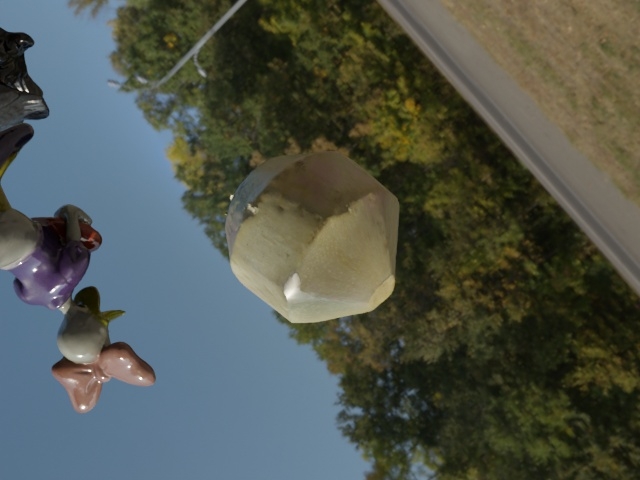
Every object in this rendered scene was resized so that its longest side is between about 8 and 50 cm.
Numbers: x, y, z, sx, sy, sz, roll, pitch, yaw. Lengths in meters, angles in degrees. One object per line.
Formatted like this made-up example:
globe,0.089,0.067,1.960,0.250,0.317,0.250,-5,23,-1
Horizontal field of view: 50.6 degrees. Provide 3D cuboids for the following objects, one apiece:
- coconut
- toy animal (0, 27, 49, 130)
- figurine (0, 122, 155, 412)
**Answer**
coconut,0.000,0.000,1.332,0.352,0.352,0.352,45,-166,-15
toy animal,-0.394,-0.136,0.774,0.117,0.121,0.210,31,-120,-8
figurine,-0.386,0.042,0.940,0.421,0.154,0.193,58,-161,-24
